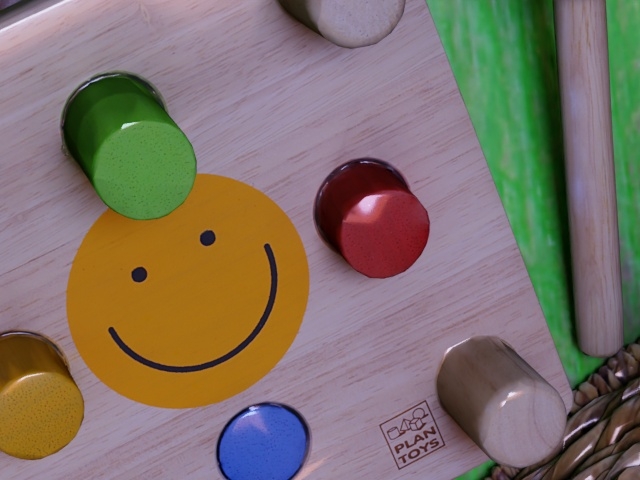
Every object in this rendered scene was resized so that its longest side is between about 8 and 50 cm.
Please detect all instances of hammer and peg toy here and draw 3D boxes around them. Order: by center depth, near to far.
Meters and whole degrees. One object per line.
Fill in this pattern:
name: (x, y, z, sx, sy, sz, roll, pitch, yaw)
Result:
hammer and peg toy: (0.000, 0.000, 0.730, 0.361, 0.127, 0.266, -26, 113, -9)

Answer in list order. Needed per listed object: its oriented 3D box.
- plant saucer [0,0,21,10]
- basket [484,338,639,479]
plant saucer: (-0.197, -0.105, 0.735, 0.199, 0.036, 0.198, -2, 97, -15)
basket: (0.158, 0.236, 0.842, 0.213, 0.223, 0.299, -36, 107, 26)
